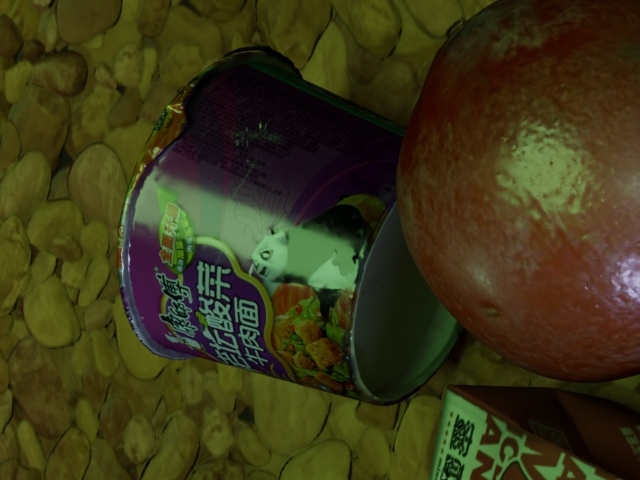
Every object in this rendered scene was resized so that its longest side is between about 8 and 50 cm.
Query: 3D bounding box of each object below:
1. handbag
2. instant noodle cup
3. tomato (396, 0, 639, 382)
[{"bbox_3d":[0.185,0.209,1.274,0.298,0.151,0.171,-151,70,-64],"label":"handbag"},{"bbox_3d":[0.000,0.000,1.457,0.190,0.251,0.251,20,102,30],"label":"instant noodle cup"},{"bbox_3d":[0.171,-0.047,1.271,0.265,0.265,0.265,-2,88,40],"label":"tomato"}]
